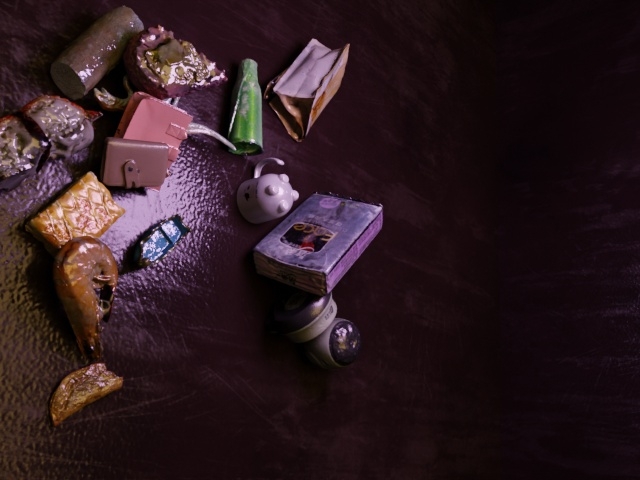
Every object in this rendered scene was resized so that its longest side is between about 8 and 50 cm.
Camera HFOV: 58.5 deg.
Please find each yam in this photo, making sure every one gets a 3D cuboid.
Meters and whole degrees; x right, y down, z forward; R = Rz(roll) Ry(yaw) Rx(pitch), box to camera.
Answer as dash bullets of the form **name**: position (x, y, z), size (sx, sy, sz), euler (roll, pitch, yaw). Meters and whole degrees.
- **yam**: position (-0.528, -0.452, 1.360), size (0.106, 0.106, 0.259), euler (48, 50, -29)

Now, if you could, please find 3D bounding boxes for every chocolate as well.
- **chocolate**: position (-0.219, -0.398, 1.686), size (0.110, 0.110, 0.291), euler (16, 67, -44)

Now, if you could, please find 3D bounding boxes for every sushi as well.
- **sushi**: position (-0.361, -0.410, 1.404), size (0.241, 0.108, 0.161), euler (33, 66, -31)
- **sushi**: position (-0.609, -0.203, 1.201), size (0.130, 0.124, 0.332), euler (50, 50, -13)

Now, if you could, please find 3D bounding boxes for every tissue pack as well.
- **tissue pack**: position (0.000, 0.000, 1.706), size (0.361, 0.259, 0.122), euler (-45, 140, -42)

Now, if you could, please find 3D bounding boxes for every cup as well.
- **cup**: position (-0.142, -0.143, 1.674), size (0.134, 0.142, 0.173), euler (45, 51, -30)

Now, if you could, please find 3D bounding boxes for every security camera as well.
- **security camera**: position (0.001, 0.269, 1.699), size (0.277, 0.191, 0.197), euler (55, 46, -25)

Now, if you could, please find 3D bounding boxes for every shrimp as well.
- **shrimp**: position (-0.498, 0.125, 1.255), size (0.152, 0.063, 0.287), euler (-37, 127, -53)

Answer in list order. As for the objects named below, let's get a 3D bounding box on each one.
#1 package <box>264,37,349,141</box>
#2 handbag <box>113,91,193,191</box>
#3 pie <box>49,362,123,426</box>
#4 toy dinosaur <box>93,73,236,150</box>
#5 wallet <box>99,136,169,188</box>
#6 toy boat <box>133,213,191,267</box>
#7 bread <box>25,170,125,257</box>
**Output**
- **package**: position (-0.047, -0.515, 1.882), size (0.165, 0.221, 0.311), euler (26, 56, 5)
- **handbag**: position (-0.417, -0.237, 1.394), size (0.157, 0.059, 0.212), euler (18, 102, -46)
- **pie**: position (-0.515, 0.323, 1.249), size (0.170, 0.034, 0.092), euler (-24, 101, -41)
- **toy dinosaur**: position (-0.391, -0.329, 1.488), size (0.393, 0.092, 0.205), euler (36, 55, -40)
- **wallet**: position (-0.435, -0.179, 1.343), size (0.153, 0.039, 0.117), euler (-4, 116, -41)
- **toy boat**: position (-0.395, 0.006, 1.415), size (0.185, 0.077, 0.075), euler (-50, 118, -41)
- **bread**: position (-0.543, -0.051, 1.275), size (0.125, 0.068, 0.188), euler (55, 47, -24)
